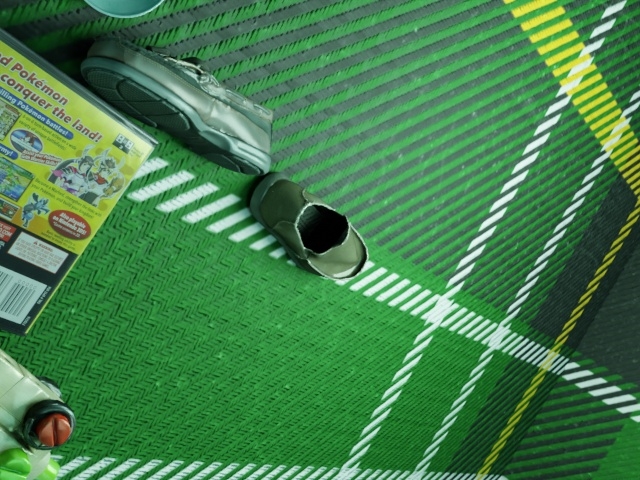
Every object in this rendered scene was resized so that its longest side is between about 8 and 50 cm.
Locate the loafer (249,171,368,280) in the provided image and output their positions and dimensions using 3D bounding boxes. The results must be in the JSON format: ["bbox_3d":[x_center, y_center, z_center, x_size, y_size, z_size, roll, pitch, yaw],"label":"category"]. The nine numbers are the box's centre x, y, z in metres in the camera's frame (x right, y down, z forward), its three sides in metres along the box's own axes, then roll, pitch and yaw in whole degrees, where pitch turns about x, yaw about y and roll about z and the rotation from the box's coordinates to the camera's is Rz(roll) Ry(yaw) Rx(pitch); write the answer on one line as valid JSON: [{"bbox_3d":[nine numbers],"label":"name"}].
[{"bbox_3d":[0.000,0.000,0.961,0.094,0.087,0.251,-56,141,-2],"label":"loafer"}]

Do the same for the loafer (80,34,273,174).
[{"bbox_3d":[-0.137,-0.151,0.737,0.267,0.096,0.084,31,70,-58],"label":"loafer"}]

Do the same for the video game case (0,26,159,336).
[{"bbox_3d":[-0.316,-0.060,0.636,0.248,0.035,0.275,-56,140,-2],"label":"video game case"}]

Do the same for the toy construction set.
[{"bbox_3d":[-0.365,0.180,0.644,0.215,0.151,0.327,-44,139,-14],"label":"toy construction set"}]

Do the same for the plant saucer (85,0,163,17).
[{"bbox_3d":[-0.185,-0.268,0.647,0.119,0.021,0.119,-26,131,-34],"label":"plant saucer"}]
